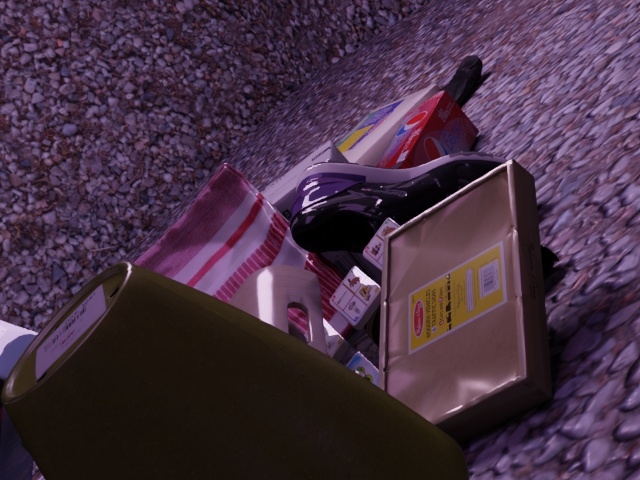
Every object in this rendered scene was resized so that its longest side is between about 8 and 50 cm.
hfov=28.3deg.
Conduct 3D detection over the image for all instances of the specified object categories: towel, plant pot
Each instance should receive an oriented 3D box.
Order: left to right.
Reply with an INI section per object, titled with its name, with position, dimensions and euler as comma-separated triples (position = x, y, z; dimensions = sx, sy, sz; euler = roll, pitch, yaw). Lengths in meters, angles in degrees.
[plant pot]
position = -0.087, 0.163, 0.961
dimensions = 0.275, 0.293, 0.275
euler = -41, 18, 17
[towel]
position = -0.105, 0.075, 1.529
dimensions = 0.237, 0.037, 0.329
euler = -48, 50, 4

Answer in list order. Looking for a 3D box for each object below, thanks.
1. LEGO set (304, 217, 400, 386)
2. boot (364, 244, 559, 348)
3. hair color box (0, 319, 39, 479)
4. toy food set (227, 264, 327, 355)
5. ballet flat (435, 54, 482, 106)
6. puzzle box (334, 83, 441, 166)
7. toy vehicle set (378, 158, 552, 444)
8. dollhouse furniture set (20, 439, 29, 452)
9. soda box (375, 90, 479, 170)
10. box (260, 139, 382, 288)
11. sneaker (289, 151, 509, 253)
[LEGO set]
position = 0.081, 0.093, 1.282
dimensions = 0.182, 0.060, 0.244
euler = -55, 28, 2
[boot]
position = 0.142, 0.052, 1.308
dimensions = 0.198, 0.077, 0.137
euler = -42, 17, -3
[hair color box]
position = -0.497, 0.273, 1.732
dimensions = 0.113, 0.185, 0.374
euler = -59, -15, -56
[toy food set]
position = -0.095, 0.192, 1.315
dimensions = 0.306, 0.092, 0.220
euler = -53, 20, 23
[ballet flat]
position = 0.247, -0.263, 2.252
dimensions = 0.057, 0.049, 0.173
euler = 8, 48, 37
[puzzle box]
position = 0.037, -0.121, 2.317
dimensions = 0.409, 0.052, 0.272
euler = -44, 12, -20
[toy vehicle set]
position = 0.127, 0.062, 1.157
dimensions = 0.166, 0.035, 0.267
euler = -32, 36, 32
[dollhouse furniture set]
position = -0.248, 0.252, 1.566
dimensions = 0.197, 0.151, 0.301
euler = -41, 12, -5
[soda box]
position = 0.152, -0.121, 1.855
dimensions = 0.083, 0.092, 0.263
euler = -33, 14, 32
[box]
position = 0.000, 0.000, 1.658
dimensions = 0.181, 0.182, 0.119
euler = -38, 12, 11
[sneaker]
position = 0.105, -0.023, 1.467
dimensions = 0.283, 0.107, 0.124
euler = -4, 34, 10
